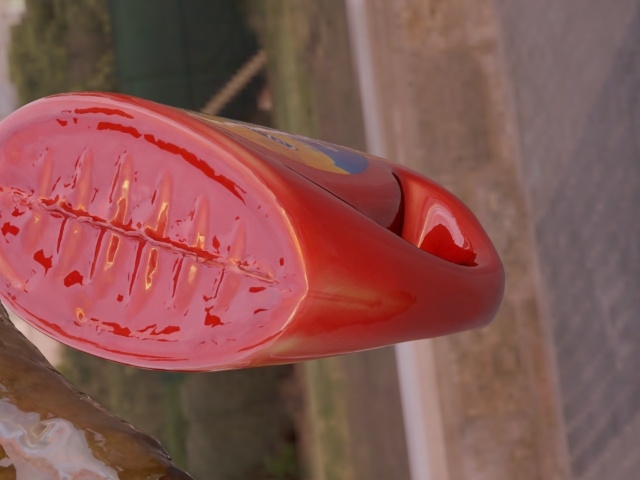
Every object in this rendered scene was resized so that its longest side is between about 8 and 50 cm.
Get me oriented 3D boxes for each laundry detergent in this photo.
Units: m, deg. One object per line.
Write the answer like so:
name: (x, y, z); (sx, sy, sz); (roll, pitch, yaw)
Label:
laundry detergent: (0.000, 0.000, 0.419); (0.165, 0.097, 0.049); (1, -74, -64)

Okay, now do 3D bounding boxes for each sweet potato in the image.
sweet potato: (-0.117, 0.016, 0.511); (0.273, 0.075, 0.075); (45, 149, 44)
